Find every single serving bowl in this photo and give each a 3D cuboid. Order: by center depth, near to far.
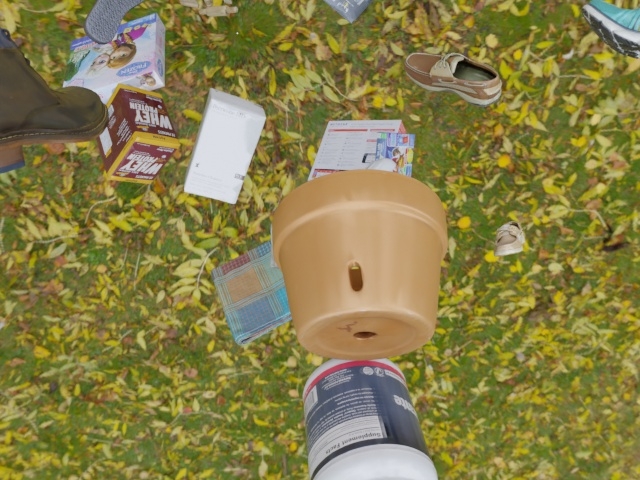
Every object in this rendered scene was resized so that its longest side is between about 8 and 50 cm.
[{"bbox_3d":[0.082,-0.106,0.737,0.083,0.083,0.027,-41,100,9],"label":"serving bowl"}]

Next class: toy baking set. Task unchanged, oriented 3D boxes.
[{"bbox_3d":[-0.350,-0.722,1.359,0.256,0.197,0.030,14,97,27],"label":"toy baking set"}]

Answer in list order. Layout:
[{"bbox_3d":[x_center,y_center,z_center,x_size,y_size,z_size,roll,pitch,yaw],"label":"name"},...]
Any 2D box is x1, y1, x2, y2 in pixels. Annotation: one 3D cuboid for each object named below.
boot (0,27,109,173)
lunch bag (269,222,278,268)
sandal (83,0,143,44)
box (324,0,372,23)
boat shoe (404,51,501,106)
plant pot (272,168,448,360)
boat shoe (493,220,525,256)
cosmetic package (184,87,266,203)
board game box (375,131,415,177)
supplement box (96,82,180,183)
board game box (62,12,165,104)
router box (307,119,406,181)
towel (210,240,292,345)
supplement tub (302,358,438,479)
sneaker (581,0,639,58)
[{"bbox_3d":[-0.234,-0.125,0.353,0.082,0.219,0.106,3,116,1],"label":"boot"},{"bbox_3d":[0.000,0.000,1.445,0.236,0.287,0.168,8,107,18],"label":"lunch bag"},{"bbox_3d":[-0.533,-0.623,1.182,0.097,0.055,0.254,42,68,-38],"label":"sandal"},{"bbox_3d":[0.039,-0.580,0.907,0.233,0.059,0.183,24,135,-34],"label":"box"},{"bbox_3d":[0.421,-0.538,1.437,0.122,0.324,0.120,-58,158,-12],"label":"boat shoe"},{"bbox_3d":[0.064,0.060,0.718,0.291,0.203,0.290,0,147,0],"label":"plant pot"},{"bbox_3d":[0.410,-0.007,1.000,0.063,0.170,0.059,-12,96,29],"label":"boat shoe"},{"bbox_3d":[-0.374,-0.358,1.758,0.217,0.156,0.384,13,121,-20],"label":"cosmetic package"},{"bbox_3d":[0.214,-0.212,1.330,0.136,0.035,0.201,-9,108,-43],"label":"board game box"},{"bbox_3d":[-0.527,-0.297,1.296,0.191,0.194,0.129,-38,156,33],"label":"supplement box"},{"bbox_3d":[-0.667,-0.581,1.483,0.319,0.317,0.066,-16,148,5],"label":"board game box"},{"bbox_3d":[0.149,-0.343,1.851,0.082,0.336,0.301,44,60,-54],"label":"router box"},{"bbox_3d":[-0.236,0.176,1.648,0.272,0.370,0.040,-27,138,-7],"label":"towel"},{"bbox_3d":[0.073,0.336,0.730,0.191,0.272,0.191,-3,121,-5],"label":"supplement tub"},{"bbox_3d":[0.643,-0.411,0.875,0.107,0.275,0.110,6,121,-52],"label":"sneaker"}]
